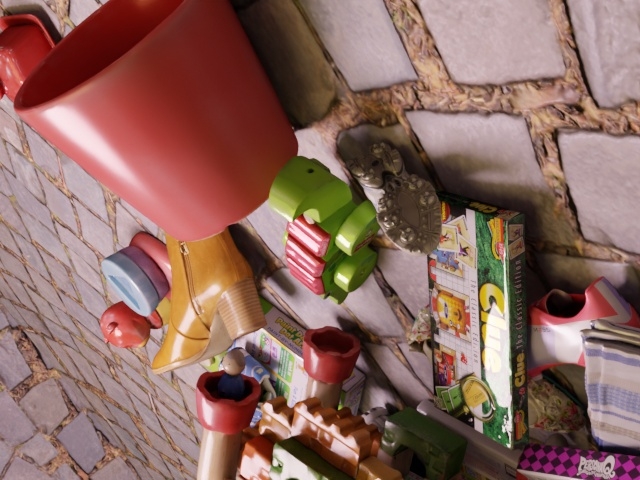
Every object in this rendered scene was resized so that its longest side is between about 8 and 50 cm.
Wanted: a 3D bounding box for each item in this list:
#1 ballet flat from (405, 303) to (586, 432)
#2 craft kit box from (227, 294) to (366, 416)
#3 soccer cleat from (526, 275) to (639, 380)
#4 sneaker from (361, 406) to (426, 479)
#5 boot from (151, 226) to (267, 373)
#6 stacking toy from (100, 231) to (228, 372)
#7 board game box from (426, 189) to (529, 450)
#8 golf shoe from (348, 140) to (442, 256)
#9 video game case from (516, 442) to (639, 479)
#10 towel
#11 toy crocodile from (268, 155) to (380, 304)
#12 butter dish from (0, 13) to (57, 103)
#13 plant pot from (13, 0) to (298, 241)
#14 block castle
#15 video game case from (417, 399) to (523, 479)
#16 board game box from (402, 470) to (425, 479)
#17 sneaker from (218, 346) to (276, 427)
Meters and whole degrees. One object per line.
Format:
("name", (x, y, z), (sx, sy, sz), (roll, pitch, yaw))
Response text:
("ballet flat", (0.203, 0.169, 1.210), (0.241, 0.077, 0.091), (36, 150, 20))
("craft kit box", (-0.050, 0.241, 1.655), (0.246, 0.061, 0.250), (38, 141, 25))
("soccer cleat", (0.238, 0.097, 1.068), (0.248, 0.083, 0.095), (-20, 101, 59))
("sneaker", (0.132, 0.373, 1.547), (0.132, 0.086, 0.229), (33, 152, 57))
("boot", (-0.207, 0.082, 1.599), (0.295, 0.104, 0.211), (-32, 77, 43))
("stacking toy", (-0.300, 0.153, 1.867), (0.279, 0.130, 0.309), (41, 153, 15))
("board game box", (0.168, 0.084, 1.080), (0.136, 0.030, 0.260), (19, 120, 53))
("golf shoe", (0.094, -0.032, 1.080), (0.086, 0.069, 0.176), (58, -174, -42))
("video game case", (0.364, 0.284, 1.080), (0.210, 0.042, 0.232), (32, 160, -24))
("towel", (0.355, 0.171, 0.950), (0.209, 0.034, 0.285), (14, 153, 25))
("toy crocodile", (0.000, 0.000, 1.228), (0.115, 0.105, 0.340), (39, 162, 15))
("butter dish", (-0.472, -0.263, 1.576), (0.160, 0.118, 0.160), (11, 135, 49))
("plant pot", (-0.170, -0.148, 1.159), (0.275, 0.275, 0.243), (6, 140, 53))
("block castle", (0.072, 0.278, 1.285), (0.453, 0.303, 0.213), (27, 119, 35))
("video game case", (0.247, 0.343, 1.435), (0.227, 0.026, 0.206), (24, 144, 37))
("board game box", (0.025, 0.404, 1.366), (0.224, 0.303, 0.097), (23, 118, 29))
("sneaker", (-0.117, 0.277, 1.646), (0.081, 0.080, 0.211), (25, 135, 36))
